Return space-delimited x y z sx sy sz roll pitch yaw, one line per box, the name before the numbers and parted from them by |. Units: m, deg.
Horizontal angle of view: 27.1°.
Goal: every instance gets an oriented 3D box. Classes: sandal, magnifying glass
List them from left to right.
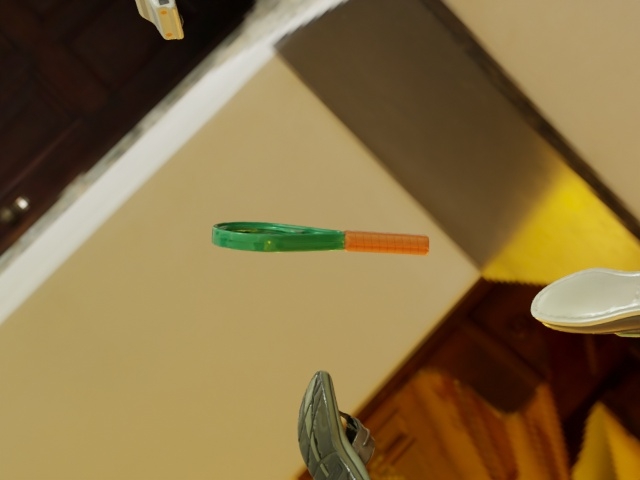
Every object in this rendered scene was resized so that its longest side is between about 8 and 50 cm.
magnifying glass | 0.000 0.000 1.412 0.231 0.026 0.092 1 -171 -7
sandal | 0.044 0.343 2.062 0.120 0.086 0.302 -57 48 44

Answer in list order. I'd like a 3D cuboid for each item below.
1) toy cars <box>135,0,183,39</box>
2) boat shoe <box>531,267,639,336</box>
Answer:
toy cars | -0.306 -0.513 2.159 0.176 0.087 0.393 -126 22 -81
boat shoe | 0.488 0.102 2.085 0.324 0.116 0.096 -13 132 37
